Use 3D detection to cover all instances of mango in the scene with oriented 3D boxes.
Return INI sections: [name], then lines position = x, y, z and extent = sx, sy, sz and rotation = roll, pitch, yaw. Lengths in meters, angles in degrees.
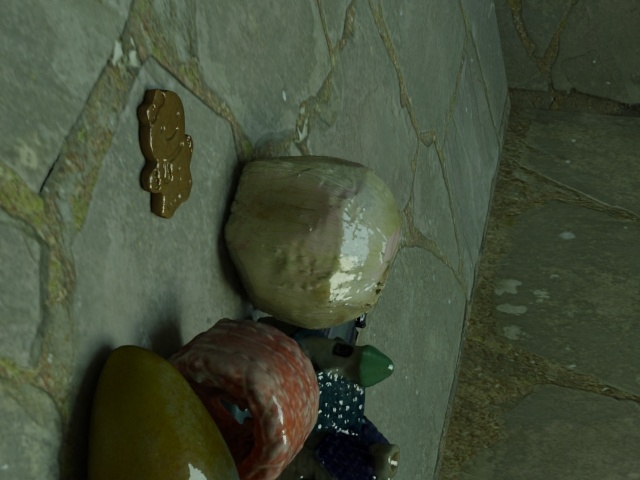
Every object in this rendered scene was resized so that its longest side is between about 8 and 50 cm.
[mango]
position = -0.204, 0.321, 1.467
extent = 0.221, 0.199, 0.384
rotation = -22, 104, -75

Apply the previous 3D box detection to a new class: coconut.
[coconut]
position = 0.000, 0.000, 1.868
extent = 0.297, 0.254, 0.297
rotation = 7, 90, -71

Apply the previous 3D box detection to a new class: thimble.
[thimble]
position = -0.124, 0.235, 1.614
extent = 0.162, 0.239, 0.239
rotation = -44, 138, -58

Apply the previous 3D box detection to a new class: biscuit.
[biscuit]
position = -0.206, -0.121, 1.551
extent = 0.133, 0.027, 0.184
rotation = -41, 135, -63

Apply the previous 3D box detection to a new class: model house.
[model house]
position = -0.010, 0.303, 1.897
extent = 0.243, 0.284, 0.298
rotation = -43, 138, -63

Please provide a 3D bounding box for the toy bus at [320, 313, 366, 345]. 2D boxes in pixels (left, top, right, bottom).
[toy bus]
position = 0.011, 0.177, 2.217
extent = 0.138, 0.112, 0.317
rotation = 68, 32, -49
